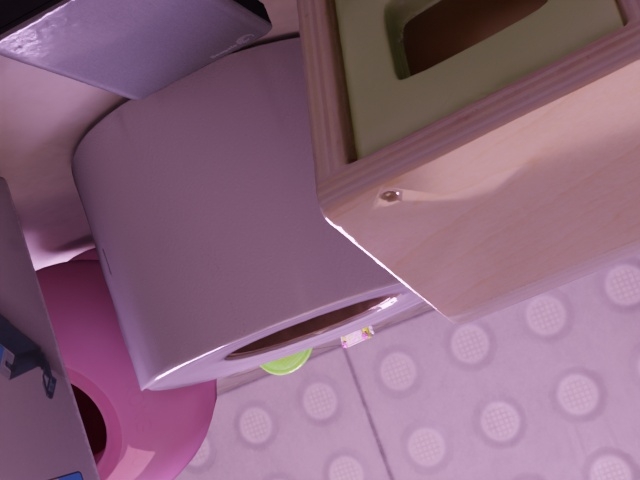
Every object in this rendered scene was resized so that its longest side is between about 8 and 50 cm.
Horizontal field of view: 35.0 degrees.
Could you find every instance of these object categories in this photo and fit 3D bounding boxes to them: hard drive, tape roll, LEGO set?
[{"bbox_3d":[-0.093,-0.109,0.508,0.094,0.022,0.135,-24,170,18],"label":"hard drive"},{"bbox_3d":[-0.031,-0.014,0.715,0.246,0.169,0.246,-19,170,-3],"label":"tape roll"},{"bbox_3d":[0.062,0.143,1.893,0.132,0.107,0.287,-16,169,-20],"label":"LEGO set"}]

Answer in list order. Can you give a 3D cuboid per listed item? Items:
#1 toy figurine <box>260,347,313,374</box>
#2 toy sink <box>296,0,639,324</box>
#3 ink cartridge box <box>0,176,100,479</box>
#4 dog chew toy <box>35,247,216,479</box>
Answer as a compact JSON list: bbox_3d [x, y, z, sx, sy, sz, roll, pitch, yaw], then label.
[{"bbox_3d":[-0.121,0.139,1.607,0.173,0.130,0.159,2,170,34],"label":"toy figurine"},{"bbox_3d":[0.081,-0.108,0.470,0.153,0.234,0.131,-25,140,25],"label":"toy sink"},{"bbox_3d":[-0.247,0.104,0.553,0.066,0.296,0.261,-26,168,28],"label":"ink cartridge box"},{"bbox_3d":[-0.178,0.095,0.899,0.207,0.206,0.332,-22,-168,12],"label":"dog chew toy"}]
